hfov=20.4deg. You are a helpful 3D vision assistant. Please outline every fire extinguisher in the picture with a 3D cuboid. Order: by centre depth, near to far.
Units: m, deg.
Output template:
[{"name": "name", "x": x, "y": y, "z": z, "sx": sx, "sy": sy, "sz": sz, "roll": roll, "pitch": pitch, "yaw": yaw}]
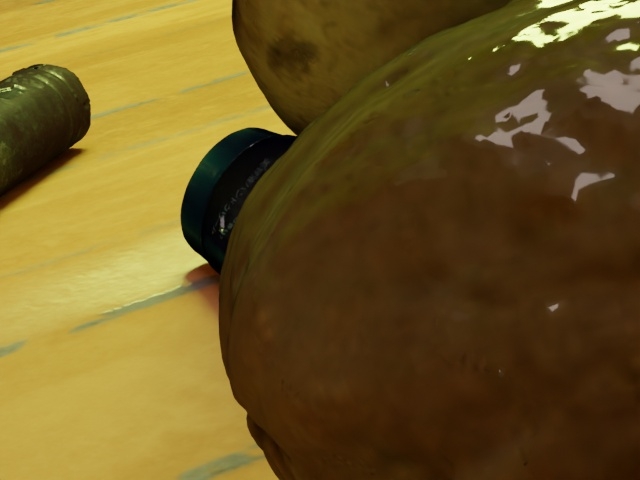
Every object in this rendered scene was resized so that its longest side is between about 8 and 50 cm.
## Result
[{"name": "fire extinguisher", "x": -0.247, "y": -0.065, "z": 1.261, "sx": 0.072, "sy": 0.089, "sz": 0.267, "roll": 39, "pitch": 29, "yaw": 2}]

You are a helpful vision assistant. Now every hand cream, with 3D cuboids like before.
[{"name": "hand cream", "x": 0.000, "y": 0.000, "z": 0.967, "sx": 0.120, "sy": 0.061, "sz": 0.270, "roll": -57, "pitch": 29, "yaw": -2}]

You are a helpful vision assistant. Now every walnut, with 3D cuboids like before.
[{"name": "walnut", "x": 0.102, "y": 0.024, "z": 0.633, "sx": 0.283, "sy": 0.227, "sz": 0.283, "roll": -15, "pitch": 31, "yaw": 10}]

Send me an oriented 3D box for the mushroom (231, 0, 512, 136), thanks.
[{"name": "mushroom", "x": 0.099, "y": -0.187, "z": 1.067, "sx": 0.352, "sy": 0.352, "sz": 0.260, "roll": -22, "pitch": 51, "yaw": -32}]
